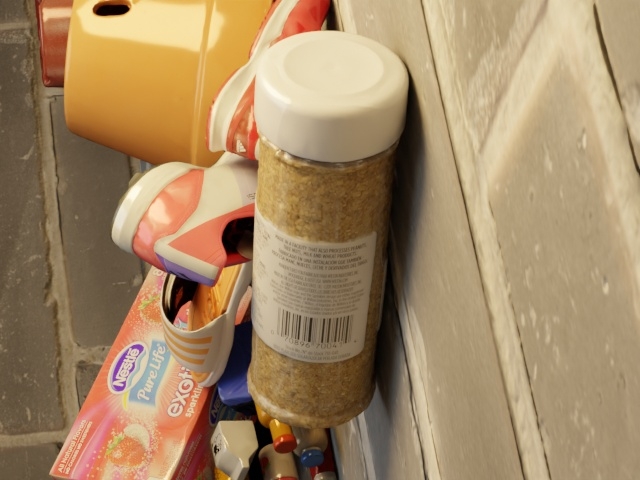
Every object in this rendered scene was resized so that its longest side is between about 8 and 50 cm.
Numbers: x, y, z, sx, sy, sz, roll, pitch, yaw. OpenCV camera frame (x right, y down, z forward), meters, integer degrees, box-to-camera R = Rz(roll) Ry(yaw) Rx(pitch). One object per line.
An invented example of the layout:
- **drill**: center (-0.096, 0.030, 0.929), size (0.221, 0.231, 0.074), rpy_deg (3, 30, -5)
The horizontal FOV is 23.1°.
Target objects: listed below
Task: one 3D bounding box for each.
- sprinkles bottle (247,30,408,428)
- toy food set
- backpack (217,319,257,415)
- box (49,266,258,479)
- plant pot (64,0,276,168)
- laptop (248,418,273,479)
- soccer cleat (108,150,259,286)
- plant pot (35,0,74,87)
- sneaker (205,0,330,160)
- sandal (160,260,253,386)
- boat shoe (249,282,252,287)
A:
- **sprinkles bottle**: center (0.000, 0.000, 1.329), size (0.121, 0.121, 0.355), rpy_deg (-107, 16, -48)
- **toy food set**: center (-0.047, 0.236, 1.701), size (0.232, 0.111, 0.104), rpy_deg (115, 149, -44)
- **backpack**: center (-0.054, 0.150, 1.766), size (0.120, 0.101, 0.098), rpy_deg (38, -135, -59)
- **box**: center (-0.173, 0.193, 1.845), size (0.142, 0.154, 0.300), rpy_deg (67, -141, -50)
- **plant pot**: center (-0.153, -0.196, 1.656), size (0.291, 0.204, 0.290), rpy_deg (-173, 90, -89)
- **laptop**: center (-0.110, 0.345, 2.038), size (0.137, 0.264, 0.234), rpy_deg (-13, 81, 43)
- **soccer cleat**: center (-0.064, -0.034, 1.466), size (0.318, 0.116, 0.108), rpy_deg (-27, -33, -57)
- **plant pot**: center (-0.315, -0.351, 2.480), size (0.272, 0.265, 0.272), rpy_deg (176, 90, -79)
- **sneaker**: center (-0.007, -0.143, 1.447), size (0.087, 0.128, 0.221), rpy_deg (94, -160, -55)
- **sandal**: center (-0.132, 0.053, 1.658), size (0.265, 0.076, 0.102), rpy_deg (109, 148, -45)
- **boat shoe**: center (-0.055, 0.009, 1.709), size (0.301, 0.108, 0.102), rpy_deg (-154, 61, -70)
